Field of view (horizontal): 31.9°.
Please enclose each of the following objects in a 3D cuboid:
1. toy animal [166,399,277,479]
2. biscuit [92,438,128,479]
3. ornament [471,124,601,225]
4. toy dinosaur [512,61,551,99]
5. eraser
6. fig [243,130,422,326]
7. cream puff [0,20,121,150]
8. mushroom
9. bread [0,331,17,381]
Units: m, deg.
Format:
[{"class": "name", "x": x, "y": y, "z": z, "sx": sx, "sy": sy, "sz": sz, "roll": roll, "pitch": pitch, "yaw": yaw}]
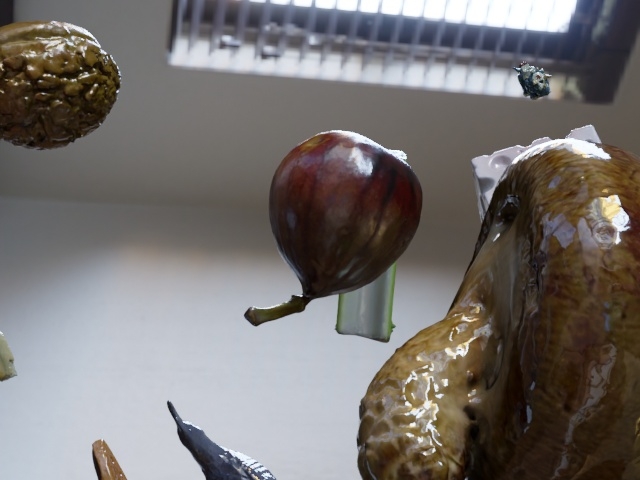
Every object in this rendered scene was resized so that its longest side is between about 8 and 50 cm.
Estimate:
[{"class": "toy animal", "x": -0.098, "y": 0.397, "z": 1.720, "sx": 0.081, "sy": 0.367, "sz": 0.206, "roll": -47, "pitch": 163, "yaw": -23}, {"class": "biscuit", "x": -0.290, "y": 0.436, "z": 1.709, "sx": 0.280, "sy": 0.043, "sz": 0.183, "roll": 63, "pitch": -5, "yaw": -3}, {"class": "ornament", "x": 0.438, "y": -0.027, "z": 2.096, "sx": 0.239, "sy": 0.240, "sz": 0.240, "roll": 71, "pitch": 5, "yaw": -48}, {"class": "toy dinosaur", "x": 0.300, "y": -0.227, "z": 1.584, "sx": 0.047, "sy": 0.030, "sz": 0.083, "roll": 67, "pitch": -7, "yaw": -24}, {"class": "eraser", "x": 0.081, "y": 0.000, "z": 1.718, "sx": 0.210, "sy": 0.092, "sz": 0.274, "roll": -62, "pitch": 156, "yaw": -81}, {"class": "fig", "x": 0.017, "y": -0.001, "z": 1.345, "sx": 0.204, "sy": 0.186, "sz": 0.249, "roll": 171, "pitch": -65, "yaw": -78}, {"class": "cream puff", "x": -0.291, "y": -0.154, "z": 1.161, "sx": 0.150, "sy": 0.165, "sz": 0.115, "roll": 52, "pitch": 25, "yaw": -65}, {"class": "mushroom", "x": 0.176, "y": 0.090, "z": 0.862, "sx": 0.345, "sy": 0.239, "sz": 0.345, "roll": -50, "pitch": -168, "yaw": 14}, {"class": "bread", "x": -0.370, "y": 0.126, "z": 1.183, "sx": 0.035, "sy": 0.083, "sz": 0.070, "roll": -54, "pitch": 122, "yaw": -77}]
